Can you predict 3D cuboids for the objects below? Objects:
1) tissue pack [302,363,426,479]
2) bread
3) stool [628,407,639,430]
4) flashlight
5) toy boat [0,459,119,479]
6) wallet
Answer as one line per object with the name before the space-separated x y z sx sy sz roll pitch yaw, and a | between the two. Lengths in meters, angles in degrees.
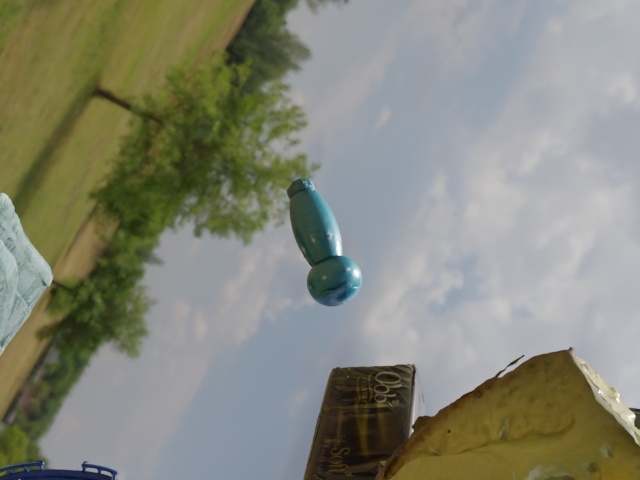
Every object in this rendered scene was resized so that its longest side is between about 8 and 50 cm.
tissue pack | 0.085 0.392 1.825 0.370 0.198 0.210 -74 153 -62
bread | 0.178 0.235 0.955 0.262 0.204 0.162 -31 148 -3
stool | 0.411 0.338 1.171 0.243 0.269 0.170 -105 -146 -45
flashlight | 0.000 0.000 0.945 0.051 0.051 0.129 -50 -129 48
toy boat | -0.285 0.269 1.076 0.110 0.175 0.091 129 -32 -74
wallet | -0.377 0.131 0.992 0.342 0.075 0.237 -57 173 -18
